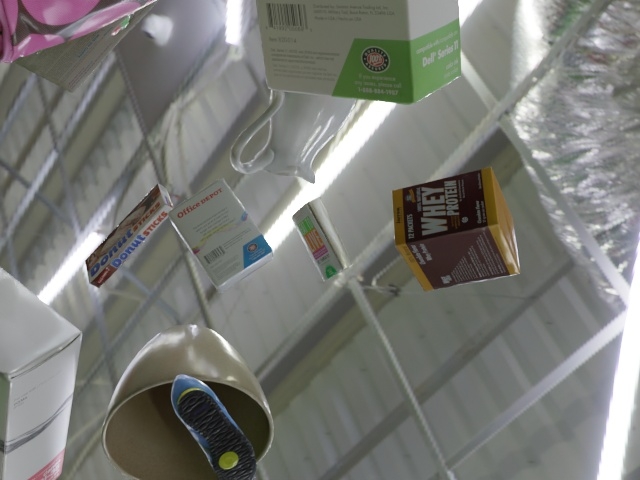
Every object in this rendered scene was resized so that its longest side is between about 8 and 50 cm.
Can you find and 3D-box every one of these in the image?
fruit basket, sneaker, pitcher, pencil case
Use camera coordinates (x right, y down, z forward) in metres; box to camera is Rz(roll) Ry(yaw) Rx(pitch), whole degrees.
[{"bbox_3d":[-0.483,-0.458,1.734,0.353,0.165,0.327,29,-106,29],"label":"fruit basket"},{"bbox_3d":[-0.163,0.290,1.335,0.069,0.209,0.082,-33,-155,-10],"label":"sneaker"},{"bbox_3d":[-0.039,-0.188,1.279,0.125,0.177,0.207,40,-61,30],"label":"pitcher"},{"bbox_3d":[-0.122,-0.187,0.518,0.098,0.209,0.095,55,-31,3],"label":"pencil case"}]

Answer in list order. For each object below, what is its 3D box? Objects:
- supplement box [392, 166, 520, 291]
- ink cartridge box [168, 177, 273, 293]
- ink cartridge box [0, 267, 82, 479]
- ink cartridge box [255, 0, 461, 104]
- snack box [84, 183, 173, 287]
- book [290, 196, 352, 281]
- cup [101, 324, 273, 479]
[{"bbox_3d":[0.259,-0.017,1.653,0.194,0.191,0.129,-13,-125,19],"label":"supplement box"},{"bbox_3d":[-0.132,-0.006,1.146,0.088,0.052,0.122,-33,-100,-9],"label":"ink cartridge box"},{"bbox_3d":[-0.418,0.180,1.077,0.207,0.117,0.283,34,-51,18],"label":"ink cartridge box"},{"bbox_3d":[0.031,-0.337,0.916,0.207,0.119,0.354,13,-58,35],"label":"ink cartridge box"},{"bbox_3d":[-0.299,-0.007,1.347,0.178,0.022,0.064,-44,-141,12],"label":"snack box"},{"bbox_3d":[0.000,0.000,1.657,0.144,0.035,0.096,62,-30,5],"label":"book"},{"bbox_3d":[-0.271,0.310,1.763,0.331,0.331,0.237,-52,-150,27],"label":"cup"}]
